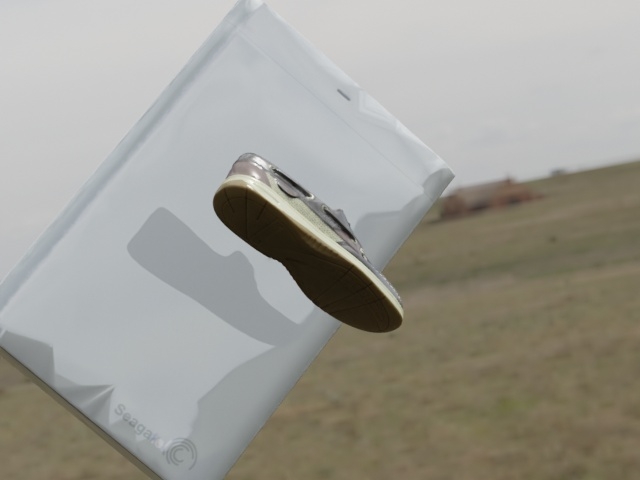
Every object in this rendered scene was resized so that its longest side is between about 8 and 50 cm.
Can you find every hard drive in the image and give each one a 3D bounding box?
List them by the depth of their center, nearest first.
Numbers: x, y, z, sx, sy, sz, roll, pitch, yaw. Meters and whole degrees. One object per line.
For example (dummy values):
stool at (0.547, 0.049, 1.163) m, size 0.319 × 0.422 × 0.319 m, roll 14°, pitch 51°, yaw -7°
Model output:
hard drive at (-0.071, 0.005, 1.255) m, size 0.307 × 0.203 × 0.040 m, roll -52°, pitch 9°, yaw -17°

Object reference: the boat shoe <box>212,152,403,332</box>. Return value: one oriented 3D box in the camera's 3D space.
boat shoe at (0.000, 0.000, 1.129) m, size 0.056 × 0.152 × 0.049 m, roll -23°, pitch 34°, yaw 42°
